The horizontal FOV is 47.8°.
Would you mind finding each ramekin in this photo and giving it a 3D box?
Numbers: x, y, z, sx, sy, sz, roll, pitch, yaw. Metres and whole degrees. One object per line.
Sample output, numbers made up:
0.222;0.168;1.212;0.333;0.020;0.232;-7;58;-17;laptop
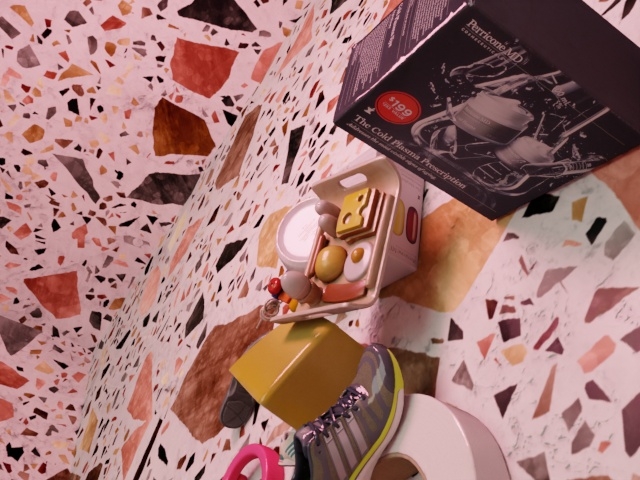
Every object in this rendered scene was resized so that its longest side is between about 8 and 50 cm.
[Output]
0.000;0.000;1.570;0.207;0.109;0.207;-15;54;21;ramekin

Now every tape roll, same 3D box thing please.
0.113;0.415;1.038;0.392;0.072;0.392;-48;26;33;tape roll

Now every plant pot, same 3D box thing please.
-0.010;0.248;1.335;0.187;0.212;0.212;-53;21;-8;plant pot

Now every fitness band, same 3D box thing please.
-0.163;0.567;1.491;0.209;0.054;0.291;-18;51;59;fitness band

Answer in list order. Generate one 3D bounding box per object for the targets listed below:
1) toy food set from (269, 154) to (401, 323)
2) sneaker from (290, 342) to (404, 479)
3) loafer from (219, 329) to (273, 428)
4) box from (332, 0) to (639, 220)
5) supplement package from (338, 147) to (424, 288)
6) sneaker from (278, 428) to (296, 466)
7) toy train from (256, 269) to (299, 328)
0.020;0.002;1.305;0.220;0.092;0.306;-18;49;48;toy food set
0.031;0.294;1.096;0.111;0.121;0.300;-1;64;64;sneaker
-0.171;0.321;1.731;0.267;0.096;0.084;-61;17;11;loafer
0.252;-0.228;1.087;0.312;0.343;0.179;-35;34;50;box
0.112;-0.044;1.453;0.134;0.139;0.244;-33;38;45;supplement package
-0.036;0.393;1.381;0.161;0.057;0.075;-30;59;57;sneaker
-0.058;0.147;1.680;0.248;0.105;0.143;-58;36;13;toy train
